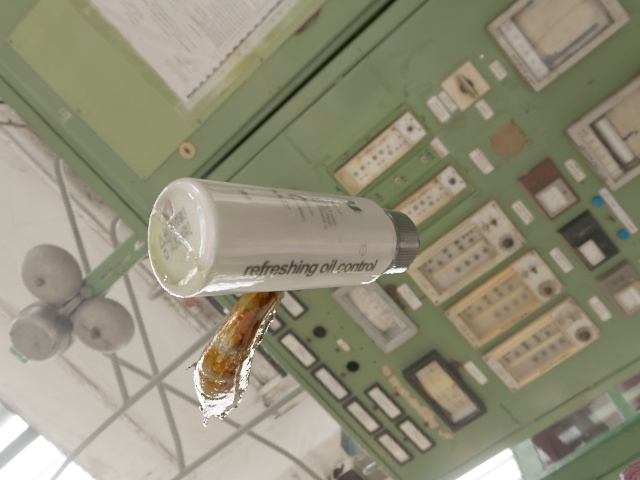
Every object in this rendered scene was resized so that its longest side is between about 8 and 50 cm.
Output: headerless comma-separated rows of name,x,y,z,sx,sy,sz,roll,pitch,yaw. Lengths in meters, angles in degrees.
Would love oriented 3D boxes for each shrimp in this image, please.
shrimp,-0.095,0.126,0.602,0.068,0.248,0.150,34,-140,6

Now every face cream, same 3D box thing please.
face cream,0.000,0.000,0.510,0.312,0.092,0.092,1,-131,-48

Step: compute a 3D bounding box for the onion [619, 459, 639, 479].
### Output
onion,0.401,0.304,0.569,0.267,0.349,0.159,42,-120,-15
